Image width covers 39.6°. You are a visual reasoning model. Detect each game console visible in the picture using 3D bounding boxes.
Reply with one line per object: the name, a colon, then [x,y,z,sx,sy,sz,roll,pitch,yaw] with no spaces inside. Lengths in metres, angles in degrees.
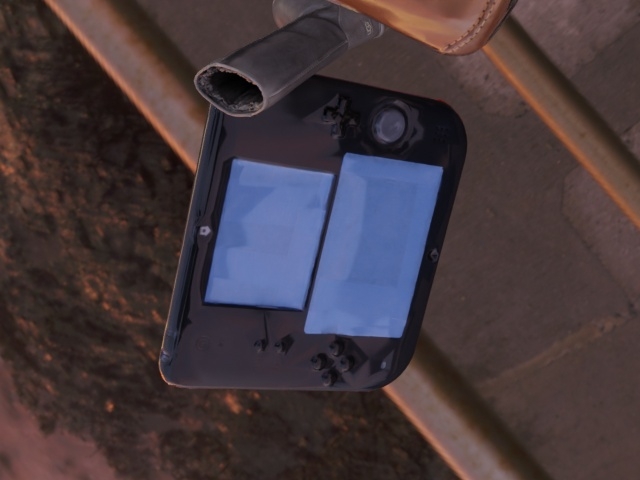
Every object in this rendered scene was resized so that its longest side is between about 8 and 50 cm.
game console: [0.000,0.000,1.070,0.060,0.342,0.387,30,111,55]

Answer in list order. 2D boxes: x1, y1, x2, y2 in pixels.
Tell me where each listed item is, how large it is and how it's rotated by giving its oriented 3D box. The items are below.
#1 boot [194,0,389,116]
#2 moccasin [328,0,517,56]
boot: [-0.048,-0.204,0.945,0.189,0.208,0.076,14,138,49]
moccasin: [-0.027,-0.261,0.648,0.380,0.139,0.147,28,154,7]
